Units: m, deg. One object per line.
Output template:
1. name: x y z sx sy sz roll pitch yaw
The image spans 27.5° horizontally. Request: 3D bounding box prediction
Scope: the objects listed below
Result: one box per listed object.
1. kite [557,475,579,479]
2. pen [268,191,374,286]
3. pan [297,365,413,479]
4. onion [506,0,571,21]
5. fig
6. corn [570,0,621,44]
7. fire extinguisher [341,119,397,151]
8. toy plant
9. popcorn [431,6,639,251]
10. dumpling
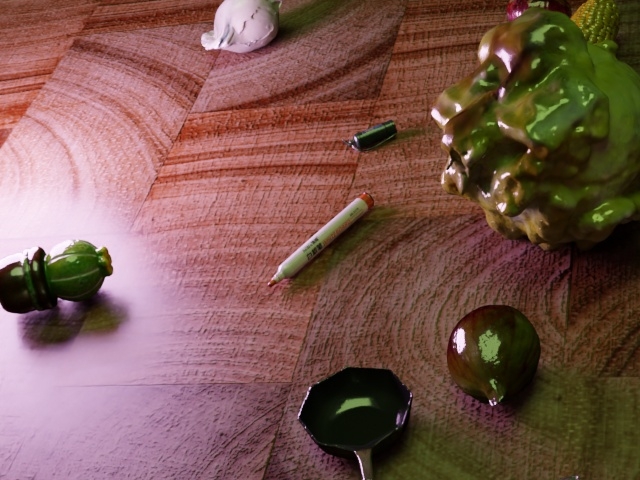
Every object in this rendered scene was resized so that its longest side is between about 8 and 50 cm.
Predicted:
1. kite: 0.175 0.289 1.318 0.267 0.013 0.323 -19 9 -40
2. pen: 0.000 0.000 1.830 0.026 0.026 0.218 20 48 39
3. pan: 0.033 0.228 1.488 0.128 0.048 0.202 0 36 22
4. onion: 0.359 -0.371 2.155 0.107 0.097 0.107 7 13 -2
5. fig: 0.202 0.140 1.501 0.109 0.103 0.155 -33 24 13
6. corn: 0.406 -0.294 2.028 0.091 0.091 0.260 -39 11 47
7. fire extinguisher: 0.078 -0.158 2.020 0.083 0.025 0.038 -21 59 -9
8. toy plant: -0.374 0.048 1.845 0.162 0.093 0.093 -15 35 1
9. popcorn: 0.294 -0.127 1.694 0.312 0.312 0.312 -10 36 7
10. dumpling: -0.137 -0.395 2.361 0.188 0.108 0.127 -41 15 -12
